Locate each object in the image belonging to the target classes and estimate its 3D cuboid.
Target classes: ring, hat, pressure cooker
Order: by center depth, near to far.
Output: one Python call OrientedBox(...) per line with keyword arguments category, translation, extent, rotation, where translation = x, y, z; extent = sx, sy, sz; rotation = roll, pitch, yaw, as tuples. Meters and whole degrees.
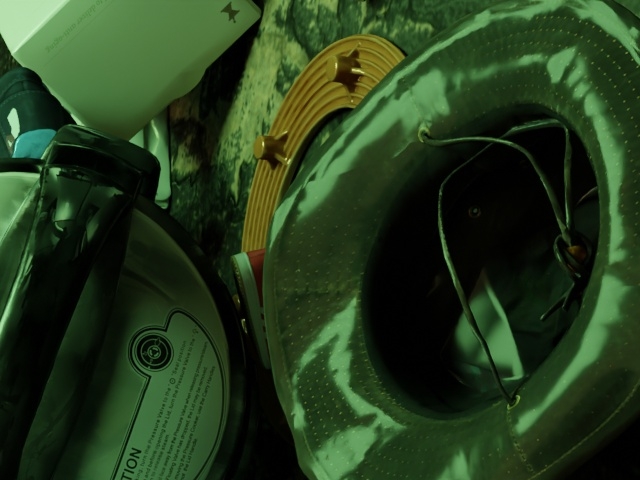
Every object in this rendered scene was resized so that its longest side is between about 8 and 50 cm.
OrientedBox(category="hat", translation=(0.119, 0.022, 1.010), extent=(0.331, 0.134, 0.331), rotation=(-17, 65, 41))
OrientedBox(category="pressure cooker", translation=(-0.247, 0.137, 1.369), extent=(0.370, 0.375, 0.420), rotation=(64, 162, 11))
OrientedBox(category="ring", translation=(0.000, 0.000, 1.374), extent=(0.336, 0.032, 0.337), rotation=(-24, 62, 60))

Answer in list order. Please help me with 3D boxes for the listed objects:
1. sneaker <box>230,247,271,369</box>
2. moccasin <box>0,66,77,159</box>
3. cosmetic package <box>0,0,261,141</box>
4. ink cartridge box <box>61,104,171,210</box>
OrientedBox(category="sneaker", translation=(-0.028, 0.050, 1.347), extent=(0.042, 0.067, 0.118), rotation=(-117, 12, -46))
OrientedBox(category="moccasin", translation=(-0.267, -0.050, 1.619), extent=(0.342, 0.137, 0.117), rotation=(126, 131, -60))
OrientedBox(category="cosmetic package", translation=(-0.222, -0.264, 1.687), extent=(0.197, 0.155, 0.365), rotation=(-43, 33, 3))
OrientedBox(category="ink cartridge box", translation=(-0.237, -0.069, 1.810), extent=(0.208, 0.086, 0.153), rotation=(-39, 49, 53))
